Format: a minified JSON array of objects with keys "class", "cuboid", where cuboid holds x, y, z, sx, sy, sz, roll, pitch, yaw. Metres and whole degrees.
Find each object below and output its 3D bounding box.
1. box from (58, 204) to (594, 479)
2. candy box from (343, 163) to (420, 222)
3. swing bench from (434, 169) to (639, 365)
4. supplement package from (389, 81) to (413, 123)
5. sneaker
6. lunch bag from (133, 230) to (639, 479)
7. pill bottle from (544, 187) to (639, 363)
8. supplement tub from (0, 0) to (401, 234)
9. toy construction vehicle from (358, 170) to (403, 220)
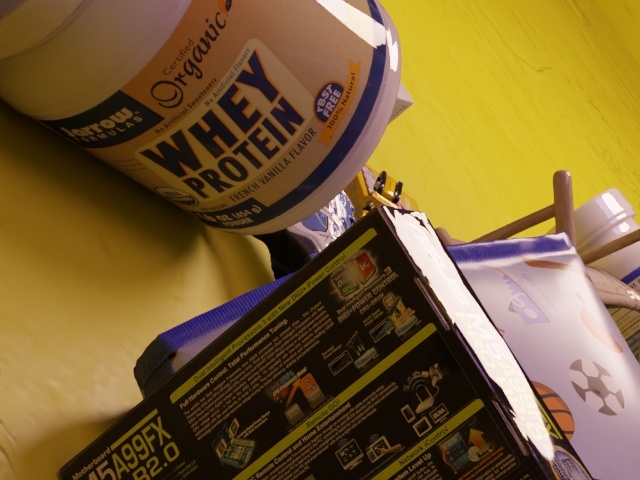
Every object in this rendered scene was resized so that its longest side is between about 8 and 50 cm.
[{"class":"box","cuboid":[0.002,0.145,1.054,0.060,0.270,0.216,10,44,-59]},{"class":"candy box","cuboid":[0.074,0.010,1.790,0.105,0.027,0.206,38,24,-36]},{"class":"swing bench","cuboid":[0.265,0.088,1.857,0.253,0.165,0.254,13,55,-60]},{"class":"supplement package","cuboid":[-0.011,-0.152,1.778,0.105,0.105,0.179,58,22,20]},{"class":"sneaker","cuboid":[0.000,0.000,1.537,0.081,0.080,0.211,-17,68,-28]},{"class":"lunch bag","cuboid":[0.089,0.178,1.255,0.385,0.239,0.328,-4,57,-47]},{"class":"pill bottle","cuboid":[0.369,0.080,2.107,0.272,0.152,0.152,54,21,12]},{"class":"supplement tub","cuboid":[-0.116,-0.162,1.396,0.316,0.228,0.228,32,27,-40]},{"class":"toy construction vehicle","cuboid":[0.031,-0.038,1.742,0.086,0.035,0.098,32,34,-15]}]
